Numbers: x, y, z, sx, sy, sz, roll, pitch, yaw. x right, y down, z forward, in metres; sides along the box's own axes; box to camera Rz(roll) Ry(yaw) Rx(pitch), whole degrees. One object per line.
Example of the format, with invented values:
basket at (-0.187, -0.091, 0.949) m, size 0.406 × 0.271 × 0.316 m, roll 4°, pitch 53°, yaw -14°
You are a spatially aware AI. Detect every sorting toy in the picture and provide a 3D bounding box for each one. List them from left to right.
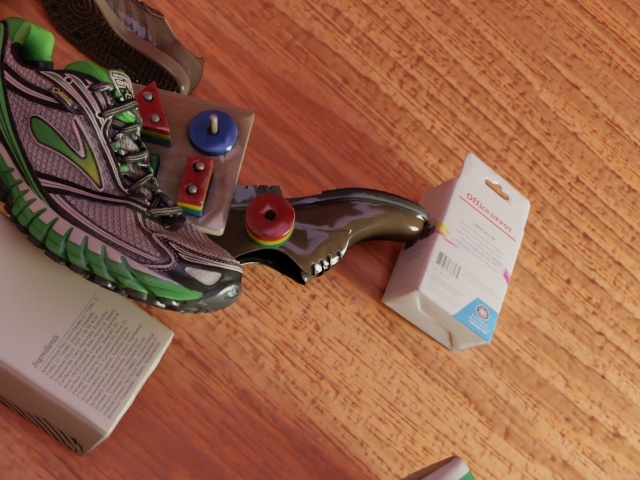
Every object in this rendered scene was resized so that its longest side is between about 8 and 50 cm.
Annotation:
sorting toy at (-0.148, -0.087, 0.958) m, size 0.274 × 0.046 × 0.132 m, roll 13°, pitch 66°, yaw 0°

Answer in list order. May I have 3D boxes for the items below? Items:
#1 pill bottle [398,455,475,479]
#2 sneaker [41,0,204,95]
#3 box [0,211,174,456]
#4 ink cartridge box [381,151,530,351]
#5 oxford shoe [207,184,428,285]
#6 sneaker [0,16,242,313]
pill bottle at (0.124, 0.310, 0.920) m, size 0.117 × 0.117 × 0.208 m, roll -22°, pitch 80°, yaw -31°
sneaker at (-0.198, -0.213, 1.035) m, size 0.188 × 0.066 × 0.071 m, roll 43°, pitch 40°, yaw -9°
box at (-0.269, 0.054, 0.856) m, size 0.275 × 0.094 × 0.113 m, roll 37°, pitch 58°, yaw -7°
ink cartridge box at (0.146, 0.010, 1.084) m, size 0.104 × 0.061 × 0.181 m, roll 37°, pitch 57°, yaw -21°
oxford shoe at (0.000, 0.000, 1.021) m, size 0.227 × 0.083 × 0.096 m, roll -3°, pitch 72°, yaw -14°
sneaker at (-0.190, -0.066, 0.848) m, size 0.343 × 0.134 × 0.146 m, roll 40°, pitch 93°, yaw 17°
